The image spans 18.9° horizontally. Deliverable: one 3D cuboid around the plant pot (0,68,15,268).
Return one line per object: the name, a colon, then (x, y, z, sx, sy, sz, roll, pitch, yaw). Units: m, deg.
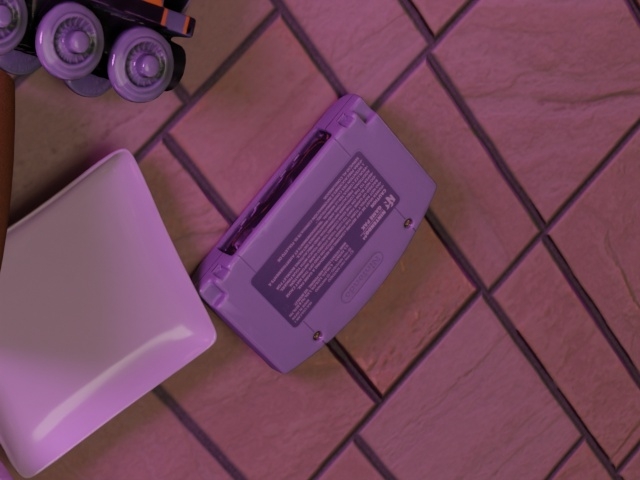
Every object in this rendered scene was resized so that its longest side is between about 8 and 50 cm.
plant pot: (-0.389, -0.056, 1.839, 0.237, 0.237, 0.254, 28, 76, -39)

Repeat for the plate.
plate: (-0.273, 0.076, 2.070, 0.278, 0.045, 0.277, -37, 125, -21)

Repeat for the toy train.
toy train: (-0.262, -0.254, 1.906, 0.334, 0.142, 0.190, 15, 87, -39)

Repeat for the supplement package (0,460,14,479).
supplement package: (-0.464, 0.283, 1.883, 0.199, 0.198, 0.262, 29, 98, -40)

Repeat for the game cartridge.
game cartridge: (0.000, 0.000, 2.239, 0.297, 0.062, 0.198, -50, 132, -11)
